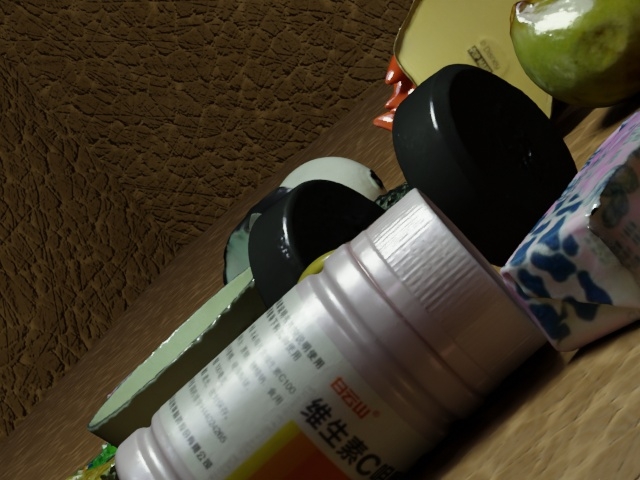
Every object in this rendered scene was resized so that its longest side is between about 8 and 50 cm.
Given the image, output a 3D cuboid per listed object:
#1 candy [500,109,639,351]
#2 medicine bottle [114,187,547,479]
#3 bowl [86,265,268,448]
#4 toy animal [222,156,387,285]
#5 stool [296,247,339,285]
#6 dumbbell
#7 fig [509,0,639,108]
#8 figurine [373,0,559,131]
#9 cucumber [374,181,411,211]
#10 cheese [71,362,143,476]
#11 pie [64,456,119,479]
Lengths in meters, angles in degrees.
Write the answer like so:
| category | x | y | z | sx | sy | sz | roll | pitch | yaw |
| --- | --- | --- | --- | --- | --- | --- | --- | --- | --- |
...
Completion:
| category | x | y | z | sx | sy | sz | roll | pitch | yaw |
| --- | --- | --- | --- | --- | --- | --- | --- | --- | --- |
| candy | 0.181 | -0.017 | 1.124 | 0.160 | 0.073 | 0.092 | -47 | 9 | -35 |
| medicine bottle | 0.006 | 0.095 | 1.186 | 0.249 | 0.133 | 0.133 | -42 | 6 | 4 |
| bowl | -0.086 | 0.124 | 1.656 | 0.211 | 0.112 | 0.211 | -41 | 7 | 6 |
| toy animal | 0.000 | 0.000 | 1.932 | 0.179 | 0.138 | 0.166 | -37 | 22 | -33 |
| stool | 0.022 | 0.073 | 1.338 | 0.110 | 0.134 | 0.135 | -63 | -24 | -61 |
| dumbbell | 0.068 | -0.014 | 1.443 | 0.218 | 0.152 | 0.152 | -38 | 7 | 33 |
| fig | 0.239 | -0.173 | 1.634 | 0.153 | 0.121 | 0.136 | -27 | -14 | -26 |
| figurine | 0.156 | -0.168 | 1.869 | 0.257 | 0.181 | 0.208 | -18 | -54 | -77 |
| cucumber | 0.103 | -0.021 | 1.636 | 0.072 | 0.081 | 0.303 | -10 | -6 | -20 |
| cheese | -0.185 | 0.185 | 1.982 | 0.320 | 0.083 | 0.204 | -42 | 6 | -5 |
| pie | -0.244 | 0.285 | 1.769 | 0.302 | 0.067 | 0.302 | -42 | 8 | 7 |
